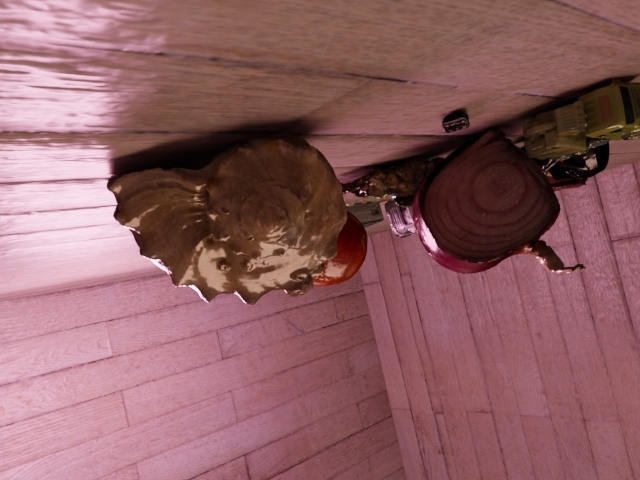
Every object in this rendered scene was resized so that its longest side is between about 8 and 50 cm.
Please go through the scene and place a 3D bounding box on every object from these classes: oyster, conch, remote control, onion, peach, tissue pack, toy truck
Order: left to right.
[{"bbox_3d":[-0.131,-0.018,0.772,0.298,0.209,0.352,4,170,-17],"label":"conch"},{"bbox_3d":[0.000,0.000,1.418,0.244,0.243,0.199,-14,-140,24],"label":"peach"},{"bbox_3d":[0.030,-0.052,1.665,0.186,0.081,0.257,-9,174,-38],"label":"tissue pack"},{"bbox_3d":[0.138,-0.108,1.161,0.260,0.092,0.198,-4,-178,36],"label":"oyster"},{"bbox_3d":[0.333,-0.100,1.679,0.268,0.124,0.155,-13,170,-34],"label":"toy truck"},{"bbox_3d":[0.200,-0.175,0.845,0.039,0.014,0.096,-14,178,17],"label":"remote control"},{"bbox_3d":[0.301,-0.052,1.040,0.257,0.272,0.230,-10,170,14],"label":"onion"},{"bbox_3d":[0.397,-0.182,0.892,0.116,0.085,0.191,-5,175,-29],"label":"toy truck"}]

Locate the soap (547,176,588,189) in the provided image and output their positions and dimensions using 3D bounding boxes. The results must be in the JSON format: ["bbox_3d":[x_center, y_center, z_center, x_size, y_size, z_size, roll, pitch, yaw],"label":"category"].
[{"bbox_3d":[0.519,-0.162,1.390,0.290,0.112,0.182,-11,176,-24],"label":"soap"}]

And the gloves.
[{"bbox_3d":[0.465,-0.165,1.152,0.204,0.124,0.164,6,175,41],"label":"gloves"}]
